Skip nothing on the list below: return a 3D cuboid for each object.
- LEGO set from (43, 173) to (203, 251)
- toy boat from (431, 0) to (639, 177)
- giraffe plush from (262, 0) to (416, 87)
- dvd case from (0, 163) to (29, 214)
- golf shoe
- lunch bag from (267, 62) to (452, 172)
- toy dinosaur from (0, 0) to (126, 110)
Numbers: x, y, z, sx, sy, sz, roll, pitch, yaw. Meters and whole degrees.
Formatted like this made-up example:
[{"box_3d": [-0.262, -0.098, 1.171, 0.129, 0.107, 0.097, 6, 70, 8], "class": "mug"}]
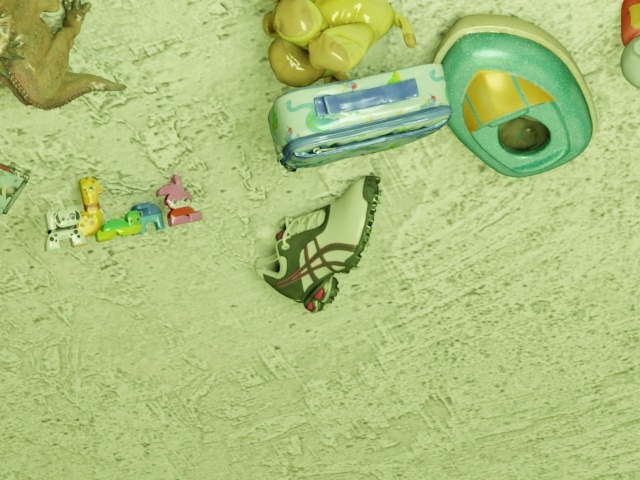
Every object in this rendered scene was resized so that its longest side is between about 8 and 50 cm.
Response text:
[{"box_3d": [-0.294, -0.049, 2.204, 0.227, 0.093, 0.087, -12, 180, -23], "class": "LEGO set"}, {"box_3d": [0.295, -0.199, 1.969, 0.318, 0.148, 0.267, -26, 130, 27], "class": "toy boat"}, {"box_3d": [-0.003, -0.259, 1.935, 0.210, 0.181, 0.170, -13, 163, -39], "class": "giraffe plush"}, {"box_3d": [-0.487, -0.087, 2.225, 0.119, 0.013, 0.087, 23, 134, -22], "class": "dvd case"}, {"box_3d": [0.000, 0.000, 2.236, 0.120, 0.105, 0.273, 23, 134, -11], "class": "golf shoe"}, {"box_3d": [0.047, -0.154, 1.926, 0.219, 0.090, 0.176, -13, 175, -11], "class": "lunch bag"}, {"box_3d": [-0.371, -0.232, 1.923, 0.127, 0.200, 0.295, -22, 133, 24], "class": "toy dinosaur"}]
